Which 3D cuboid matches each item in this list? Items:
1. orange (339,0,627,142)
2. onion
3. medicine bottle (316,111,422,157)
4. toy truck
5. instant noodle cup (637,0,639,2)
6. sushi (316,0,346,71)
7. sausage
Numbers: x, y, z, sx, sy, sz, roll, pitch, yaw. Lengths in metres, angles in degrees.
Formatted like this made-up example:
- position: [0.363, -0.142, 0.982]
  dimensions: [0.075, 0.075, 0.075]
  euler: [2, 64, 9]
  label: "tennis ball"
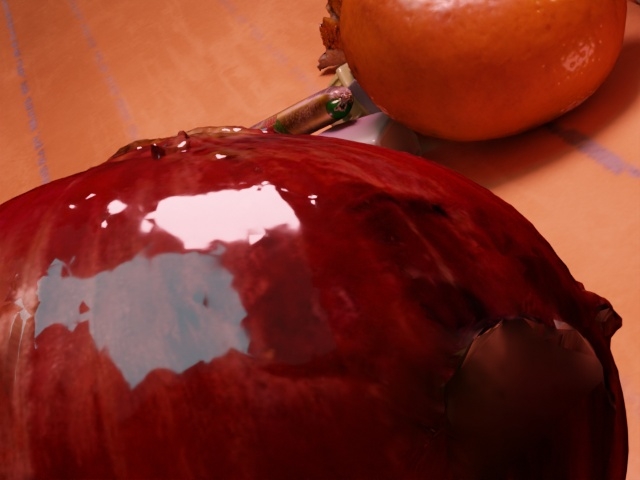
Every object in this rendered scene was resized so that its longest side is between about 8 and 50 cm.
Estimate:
- position: [0.135, -0.186, 1.183]
  dimensions: [0.240, 0.171, 0.240]
  euler: [-3, 60, 6]
  label: "orange"
- position: [-0.019, 0.094, 0.646]
  dimensions: [0.341, 0.341, 0.341]
  euler: [-24, 24, 12]
  label: "onion"
- position: [0.022, -0.069, 1.248]
  dimensions: [0.118, 0.055, 0.074]
  euler: [-13, 25, 31]
  label: "medicine bottle"
- position: [0.069, -0.156, 1.328]
  dimensions: [0.100, 0.077, 0.169]
  euler: [-44, 3, 44]
  label: "toy truck"
- position: [0.316, -0.355, 1.227]
  dimensions: [0.221, 0.311, 0.311]
  euler: [-38, 24, 2]
  label: "instant noodle cup"
- position: [0.095, -0.296, 1.507]
  dimensions: [0.274, 0.139, 0.184]
  euler: [-31, 26, -3]
  label: "sushi"
- position: [-0.038, -0.104, 1.342]
  dimensions: [0.033, 0.033, 0.269]
  euler: [-43, 12, -28]
  label: "sausage"
